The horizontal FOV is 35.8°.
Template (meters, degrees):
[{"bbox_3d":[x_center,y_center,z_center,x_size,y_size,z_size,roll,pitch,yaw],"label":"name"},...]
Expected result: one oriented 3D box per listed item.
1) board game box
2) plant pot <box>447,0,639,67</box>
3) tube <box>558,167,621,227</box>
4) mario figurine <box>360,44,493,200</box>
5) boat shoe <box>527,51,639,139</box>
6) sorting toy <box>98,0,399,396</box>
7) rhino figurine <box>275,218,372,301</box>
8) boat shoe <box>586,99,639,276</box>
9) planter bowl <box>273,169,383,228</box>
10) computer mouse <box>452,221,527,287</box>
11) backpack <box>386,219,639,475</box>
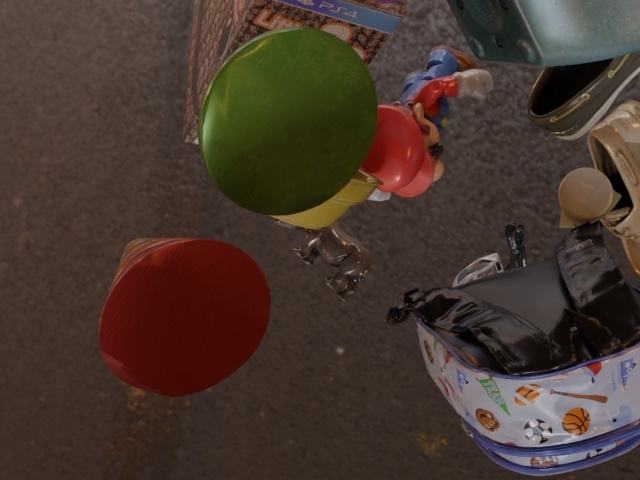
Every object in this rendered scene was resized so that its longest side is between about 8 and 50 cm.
[{"bbox_3d":[-0.038,-0.261,1.086,0.291,0.141,0.232,130,146,-54],"label":"board game box"},{"bbox_3d":[0.260,-0.308,1.029,0.252,0.247,0.247,-36,22,-10],"label":"plant pot"},{"bbox_3d":[0.337,-0.046,1.242,0.070,0.240,0.062,15,91,16],"label":"tube"},{"bbox_3d":[0.160,-0.161,1.510,0.170,0.198,0.320,14,39,16],"label":"mario figurine"},{"bbox_3d":[0.408,-0.280,1.407,0.109,0.091,0.305,49,114,35],"label":"boat shoe"},{"bbox_3d":[-0.055,-0.075,0.694,0.365,0.127,0.126,-61,35,8],"label":"sorting toy"},{"bbox_3d":[0.000,0.000,1.935,0.106,0.073,0.243,-44,72,-3],"label":"rhino figurine"},{"bbox_3d":[0.501,-0.062,1.622,0.110,0.341,0.122,-31,32,-14],"label":"boat shoe"},{"bbox_3d":[-0.030,-0.072,1.343,0.217,0.217,0.090,28,103,45],"label":"planter bowl"},{"bbox_3d":[0.267,0.054,1.608,0.193,0.106,0.042,-30,32,-35],"label":"computer mouse"},{"bbox_3d":[0.243,0.130,1.067,0.277,0.213,0.263,-21,13,-2],"label":"backpack"}]
